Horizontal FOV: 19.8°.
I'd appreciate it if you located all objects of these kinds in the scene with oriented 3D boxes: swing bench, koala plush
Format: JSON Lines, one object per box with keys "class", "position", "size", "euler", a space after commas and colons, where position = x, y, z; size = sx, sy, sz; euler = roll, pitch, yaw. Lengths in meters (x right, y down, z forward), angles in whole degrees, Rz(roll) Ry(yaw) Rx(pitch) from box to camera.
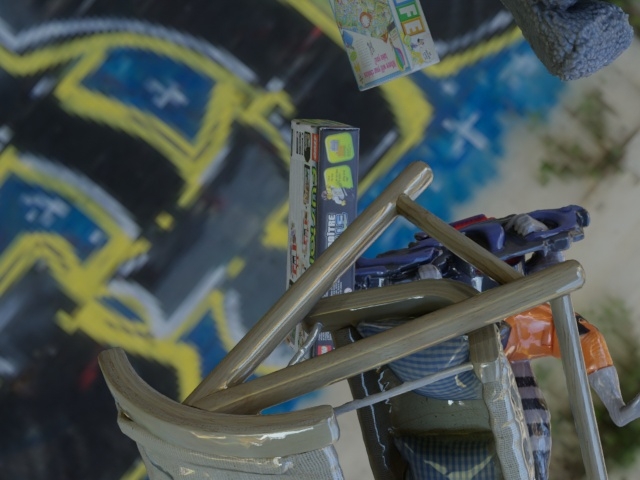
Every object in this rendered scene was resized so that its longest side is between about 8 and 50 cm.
{"class": "swing bench", "position": [0.034, 0.137, 1.119], "size": [0.255, 0.253, 0.165], "euler": [-33, -140, -18]}
{"class": "koala plush", "position": [0.231, -0.276, 1.409], "size": [0.221, 0.203, 0.196], "euler": [-25, 147, -6]}

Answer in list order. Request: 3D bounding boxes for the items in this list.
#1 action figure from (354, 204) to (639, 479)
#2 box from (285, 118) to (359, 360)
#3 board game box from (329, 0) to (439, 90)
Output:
{"class": "action figure", "position": [0.155, 0.095, 1.971], "size": [0.330, 0.341, 0.178], "euler": [-116, -160, -50]}
{"class": "box", "position": [0.000, 0.000, 1.608], "size": [0.114, 0.036, 0.207], "euler": [-151, -118, -74]}
{"class": "board game box", "position": [0.050, -0.188, 1.563], "size": [0.026, 0.103, 0.154], "euler": [-19, -176, -15]}
